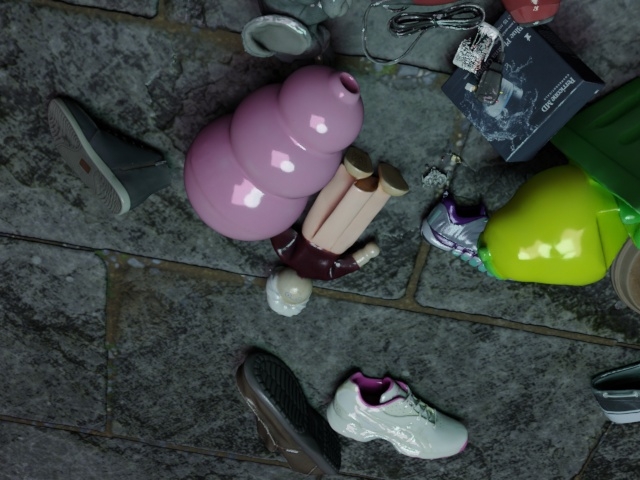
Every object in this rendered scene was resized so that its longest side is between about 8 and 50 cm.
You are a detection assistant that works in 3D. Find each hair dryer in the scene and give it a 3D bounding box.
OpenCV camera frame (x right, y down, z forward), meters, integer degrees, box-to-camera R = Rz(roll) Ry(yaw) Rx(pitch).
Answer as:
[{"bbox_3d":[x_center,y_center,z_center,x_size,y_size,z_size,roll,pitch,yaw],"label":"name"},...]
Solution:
[{"bbox_3d":[0.201,-0.329,0.980,0.223,0.080,0.294,21,113,-12],"label":"hair dryer"}]

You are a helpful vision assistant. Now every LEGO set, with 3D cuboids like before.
[{"bbox_3d":[0.200,-0.113,1.277,0.054,0.023,0.083,20,125,-10],"label":"LEGO set"}]

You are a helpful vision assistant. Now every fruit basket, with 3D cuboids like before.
[{"bbox_3d":[0.429,-0.032,1.106,0.283,0.392,0.392,38,120,-21],"label":"fruit basket"}]

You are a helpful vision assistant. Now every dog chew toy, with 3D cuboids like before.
[{"bbox_3d":[-0.062,-0.139,1.147,0.206,0.207,0.331,36,132,-20],"label":"dog chew toy"}]

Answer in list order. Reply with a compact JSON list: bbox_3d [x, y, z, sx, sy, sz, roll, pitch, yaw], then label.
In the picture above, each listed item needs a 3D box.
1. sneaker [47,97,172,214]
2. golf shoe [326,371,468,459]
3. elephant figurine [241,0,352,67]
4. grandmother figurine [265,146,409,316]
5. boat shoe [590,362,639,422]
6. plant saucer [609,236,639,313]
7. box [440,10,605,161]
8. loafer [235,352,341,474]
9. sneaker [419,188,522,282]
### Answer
[{"bbox_3d":[-0.353,-0.152,1.271,0.222,0.118,0.083,54,137,2],"label":"sneaker"},{"bbox_3d":[0.170,0.360,1.570,0.306,0.115,0.140,14,122,-7],"label":"golf shoe"},{"bbox_3d":[-0.039,-0.318,1.082,0.186,0.169,0.239,50,137,5],"label":"elephant figurine"},{"bbox_3d":[0.000,0.000,1.332,0.207,0.104,0.342,30,120,-6],"label":"grandmother figurine"},{"bbox_3d":[0.673,0.260,1.458,0.306,0.113,0.105,-21,117,37],"label":"boat shoe"},{"bbox_3d":[0.659,0.045,1.346,0.277,0.041,0.278,2,125,3],"label":"plant saucer"},{"bbox_3d":[0.289,-0.223,1.100,0.158,0.093,0.156,53,123,20],"label":"box"},{"bbox_3d":[-0.085,0.385,1.592,0.130,0.134,0.366,-21,121,18],"label":"loafer"},{"bbox_3d":[0.288,-0.005,1.316,0.223,0.083,0.098,23,119,-11],"label":"sneaker"}]
